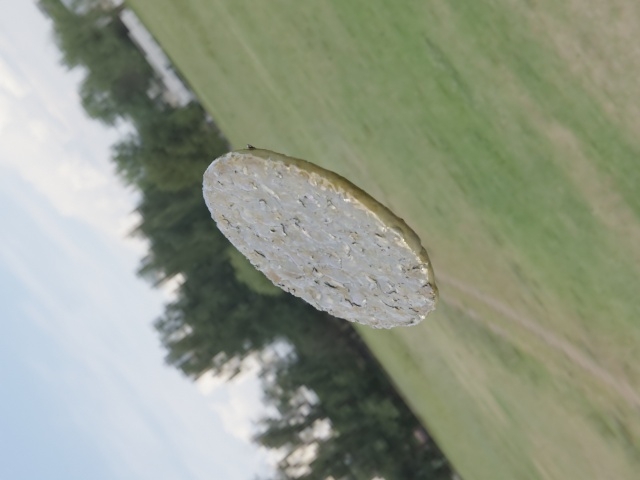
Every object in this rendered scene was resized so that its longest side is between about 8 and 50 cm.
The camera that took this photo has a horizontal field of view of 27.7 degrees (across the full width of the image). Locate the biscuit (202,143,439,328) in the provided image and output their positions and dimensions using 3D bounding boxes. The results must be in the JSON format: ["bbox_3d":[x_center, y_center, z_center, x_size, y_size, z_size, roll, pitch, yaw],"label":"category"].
[{"bbox_3d":[0.000,0.000,0.723,0.152,0.020,0.152,25,153,14],"label":"biscuit"}]
